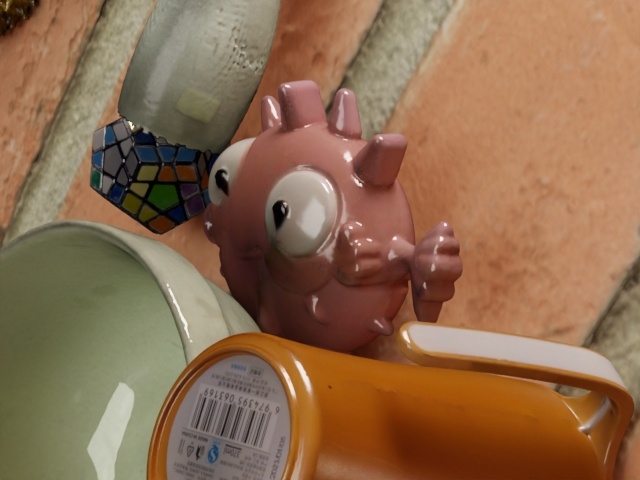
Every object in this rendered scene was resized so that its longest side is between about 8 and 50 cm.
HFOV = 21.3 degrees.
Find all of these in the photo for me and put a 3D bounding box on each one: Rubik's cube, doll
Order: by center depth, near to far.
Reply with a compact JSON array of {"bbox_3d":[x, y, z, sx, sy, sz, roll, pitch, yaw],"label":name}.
[{"bbox_3d":[0.000,0.000,1.147,0.262,0.093,0.211,23,111,50],"label":"doll"},{"bbox_3d":[-0.120,-0.057,1.288,0.111,0.093,0.111,0,89,47],"label":"Rubik's cube"}]

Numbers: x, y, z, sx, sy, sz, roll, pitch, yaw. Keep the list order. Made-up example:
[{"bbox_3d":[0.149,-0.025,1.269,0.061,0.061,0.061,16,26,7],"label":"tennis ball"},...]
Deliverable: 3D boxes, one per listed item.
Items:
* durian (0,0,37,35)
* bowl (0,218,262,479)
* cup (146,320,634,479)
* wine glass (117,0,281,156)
[{"bbox_3d":[-0.337,-0.301,1.510,0.193,0.138,0.237,-18,73,46],"label":"durian"},{"bbox_3d":[-0.133,0.150,1.138,0.307,0.163,0.307,-17,66,43],"label":"bowl"},{"bbox_3d":[0.051,0.132,0.979,0.226,0.264,0.182,-47,46,22],"label":"cup"},{"bbox_3d":[-0.038,-0.192,1.099,0.264,0.096,0.309,-109,43,-75],"label":"wine glass"}]
